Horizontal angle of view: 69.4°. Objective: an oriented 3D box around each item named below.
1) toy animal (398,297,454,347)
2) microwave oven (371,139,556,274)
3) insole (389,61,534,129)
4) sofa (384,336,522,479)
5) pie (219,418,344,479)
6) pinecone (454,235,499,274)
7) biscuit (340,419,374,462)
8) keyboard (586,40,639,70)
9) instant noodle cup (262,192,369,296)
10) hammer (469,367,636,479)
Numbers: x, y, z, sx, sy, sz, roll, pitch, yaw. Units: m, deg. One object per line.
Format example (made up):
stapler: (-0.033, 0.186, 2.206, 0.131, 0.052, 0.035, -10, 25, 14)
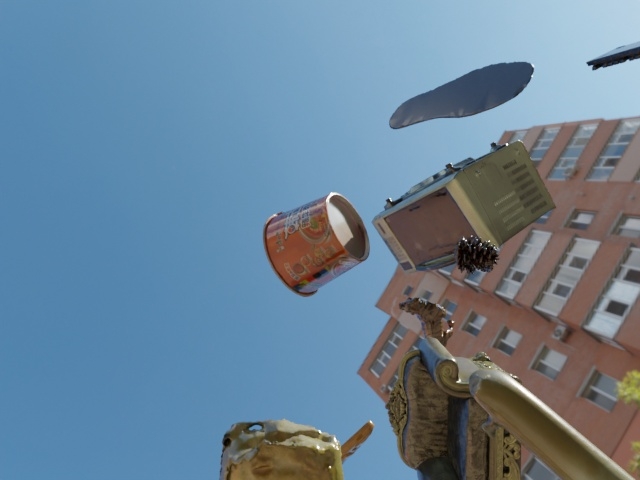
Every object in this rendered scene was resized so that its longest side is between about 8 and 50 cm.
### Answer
toy animal: (0.285, 0.255, 1.167, 0.114, 0.116, 0.256, -14, -86, 18)
microwave oven: (0.394, -0.093, 1.361, 0.332, 0.394, 0.247, -29, -90, -30)
insole: (0.239, -0.259, 0.844, 0.007, 0.327, 0.111, 35, -107, -28)
sofa: (0.204, 0.304, 0.753, 0.181, 0.200, 0.259, 2, -92, 3)
pie: (-0.036, 0.304, 0.398, 0.128, 0.068, 0.283, 0, -88, -6)
pinecone: (0.295, 0.027, 0.877, 0.083, 0.077, 0.077, -7, -75, 28)
biscuit: (0.034, 0.459, 0.971, 0.035, 0.162, 0.250, 44, -67, 19)
keyboard: (0.685, -0.390, 0.903, 0.106, 0.317, 0.027, -27, -75, -12)
instant noodle cup: (0.000, 0.000, 1.229, 0.192, 0.250, 0.250, -27, -70, 28)
hammer: (0.255, 0.222, 0.404, 0.201, 0.305, 0.113, -7, -56, -44)
